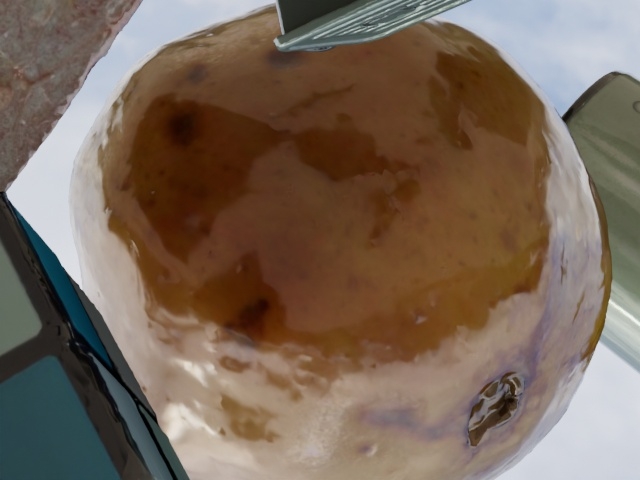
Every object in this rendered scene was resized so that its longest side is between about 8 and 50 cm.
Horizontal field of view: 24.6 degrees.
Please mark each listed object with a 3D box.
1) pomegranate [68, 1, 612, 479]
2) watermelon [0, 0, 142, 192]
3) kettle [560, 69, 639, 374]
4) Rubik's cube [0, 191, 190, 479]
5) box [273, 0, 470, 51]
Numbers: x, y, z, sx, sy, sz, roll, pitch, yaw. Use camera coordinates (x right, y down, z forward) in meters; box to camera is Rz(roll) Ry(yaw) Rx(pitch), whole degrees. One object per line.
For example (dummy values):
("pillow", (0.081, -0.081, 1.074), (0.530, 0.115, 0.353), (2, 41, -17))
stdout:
("pomegranate", (0.000, 0.000, 1.032), (0.410, 0.410, 0.410), (-6, -143, 4))
("watermelon", (-0.194, -0.138, 0.795), (0.292, 0.250, 0.283), (11, -144, 5))
("kettle", (0.392, 0.011, 1.388), (0.376, 0.250, 0.361), (37, -141, 17))
("Rubik's cube", (-0.171, 0.112, 0.706), (0.183, 0.180, 0.167), (-32, -113, -3))
("box", (0.029, -0.146, 0.752), (0.084, 0.069, 0.122), (-13, 177, -43))
